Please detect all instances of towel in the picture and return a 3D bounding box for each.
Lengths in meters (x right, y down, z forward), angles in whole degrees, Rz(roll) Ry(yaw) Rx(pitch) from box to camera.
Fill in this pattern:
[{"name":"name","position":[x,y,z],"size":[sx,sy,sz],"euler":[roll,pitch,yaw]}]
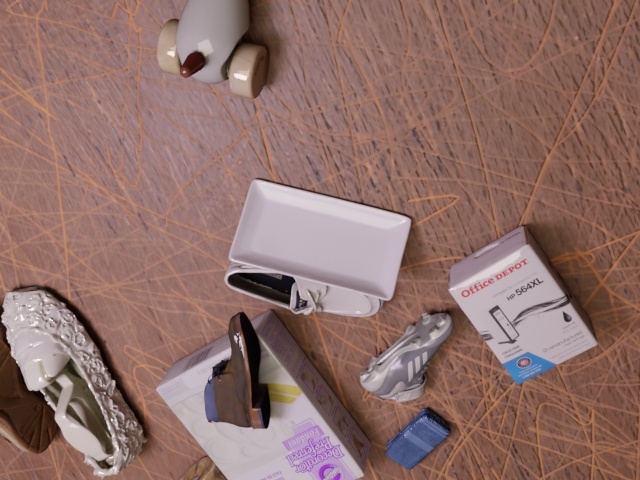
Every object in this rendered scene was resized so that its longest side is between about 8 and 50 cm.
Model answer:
[{"name":"towel","position":[0.176,0.360,1.352],"size":[0.067,0.029,0.119],"euler":[37,113,-5]}]

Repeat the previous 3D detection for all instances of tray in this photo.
[{"name":"tray","position":[0.000,0.000,1.211],"size":[0.270,0.030,0.145],"euler":[14,74,6]}]

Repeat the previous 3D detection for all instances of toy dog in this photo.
[{"name":"toy dog","position":[-0.156,-0.355,1.054],"size":[0.220,0.161,0.333],"euler":[-5,111,13]}]

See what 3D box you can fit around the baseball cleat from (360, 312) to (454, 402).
[{"name":"baseball cleat","position":[0.165,0.203,1.279],"size":[0.109,0.072,0.206],"euler":[40,119,-21]}]

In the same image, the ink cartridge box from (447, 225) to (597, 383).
[{"name":"ink cartridge box","position":[0.317,0.102,1.187],"size":[0.148,0.086,0.203],"euler":[-33,103,22]}]

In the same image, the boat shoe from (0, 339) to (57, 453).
[{"name":"boat shoe","position":[-0.633,0.280,1.415],"size":[0.123,0.123,0.342],"euler":[3,137,26]}]

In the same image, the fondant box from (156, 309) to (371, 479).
[{"name":"fondant box","position":[-0.099,0.321,1.357],"size":[0.238,0.096,0.330],"euler":[-31,104,21]}]

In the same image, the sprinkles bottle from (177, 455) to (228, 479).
[{"name":"sprinkles bottle","position":[-0.136,0.582,1.457],"size":[0.121,0.121,0.355],"euler":[-34,102,22]}]

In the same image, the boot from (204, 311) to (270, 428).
[{"name":"boot","position":[-0.152,0.220,1.231],"size":[0.106,0.082,0.219],"euler":[-4,112,10]}]

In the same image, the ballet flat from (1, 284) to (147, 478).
[{"name":"ballet flat","position":[-0.465,0.269,1.391],"size":[0.147,0.147,0.409],"euler":[-27,104,20]}]

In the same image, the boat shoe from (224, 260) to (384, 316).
[{"name":"boat shoe","position":[-0.028,0.080,1.239],"size":[0.268,0.088,0.096],"euler":[20,125,4]}]
